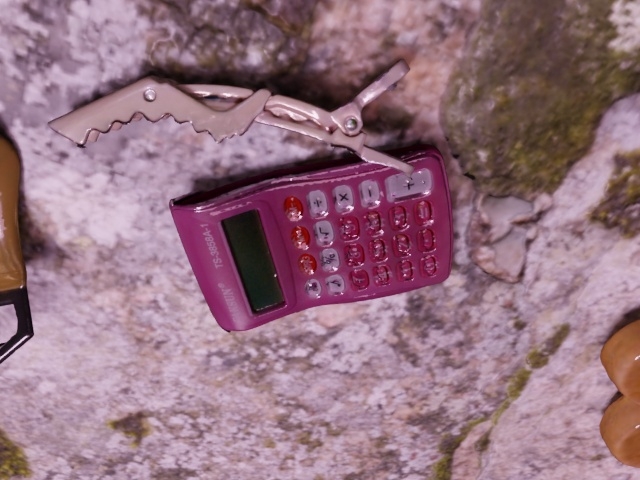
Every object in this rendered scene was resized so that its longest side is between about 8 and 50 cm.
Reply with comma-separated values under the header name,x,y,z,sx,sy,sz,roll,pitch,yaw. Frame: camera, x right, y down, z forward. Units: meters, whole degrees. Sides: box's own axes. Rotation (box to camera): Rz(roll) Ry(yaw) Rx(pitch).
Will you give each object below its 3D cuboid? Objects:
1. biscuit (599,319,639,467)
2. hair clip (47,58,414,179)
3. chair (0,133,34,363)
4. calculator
name,x,y,z,sx,sy,sz,roll,pitch,yaw
biscuit,0.422,0.103,0.544,0.355,0.052,0.275,-16,127,9
hair clip,-0.051,-0.083,0.384,0.226,0.034,0.072,5,104,-1
chair,-0.296,0.048,0.388,0.247,0.172,0.159,-24,155,15
calculator,0.000,0.000,0.457,0.191,0.034,0.126,-12,127,0
